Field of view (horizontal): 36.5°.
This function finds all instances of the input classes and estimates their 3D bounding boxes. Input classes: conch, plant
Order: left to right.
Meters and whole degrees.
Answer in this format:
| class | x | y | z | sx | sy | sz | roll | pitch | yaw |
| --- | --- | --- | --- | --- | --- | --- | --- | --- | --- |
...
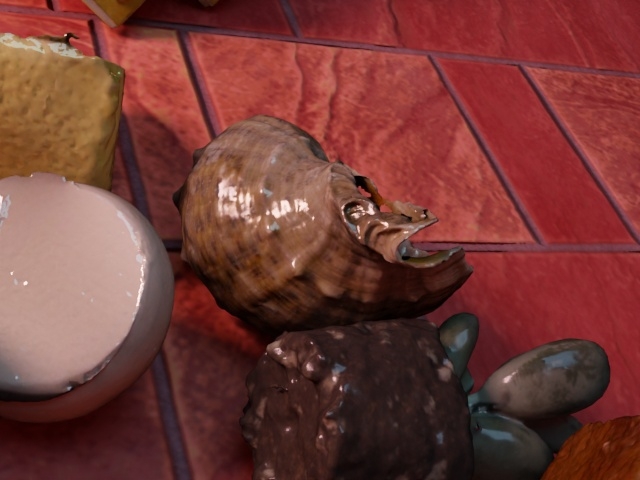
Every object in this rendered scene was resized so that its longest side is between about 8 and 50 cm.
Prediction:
| class | x | y | z | sx | sy | sz | roll | pitch | yaw |
| --- | --- | --- | --- | --- | --- | --- | --- | --- | --- |
| conch | -0.012 | 0.011 | 0.783 | 0.210 | 0.159 | 0.291 | 45 | -6 | -31 |
| plant | 0.082 | 0.130 | 0.726 | 0.274 | 0.146 | 0.149 | 0 | 65 | -28 |

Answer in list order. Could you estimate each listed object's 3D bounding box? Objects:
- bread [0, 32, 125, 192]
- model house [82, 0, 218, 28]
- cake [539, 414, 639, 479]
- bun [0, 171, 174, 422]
| class | x | y | z | sx | sy | sz | roll | pitch | yaw |
| --- | --- | --- | --- | --- | --- | --- | --- | --- | --- |
| bread | -0.289 | -0.138 | 0.793 | 0.263 | 0.198 | 0.236 | 10 | 37 | -14 |
| model house | -0.227 | -0.375 | 1.121 | 0.300 | 0.340 | 0.324 | 47 | 57 | -37 |
| cake | 0.257 | 0.260 | 0.597 | 0.293 | 0.199 | 0.196 | 32 | 70 | 2 |
| bun | -0.187 | 0.046 | 0.689 | 0.172 | 0.120 | 0.173 | 0 | 70 | 0 |
